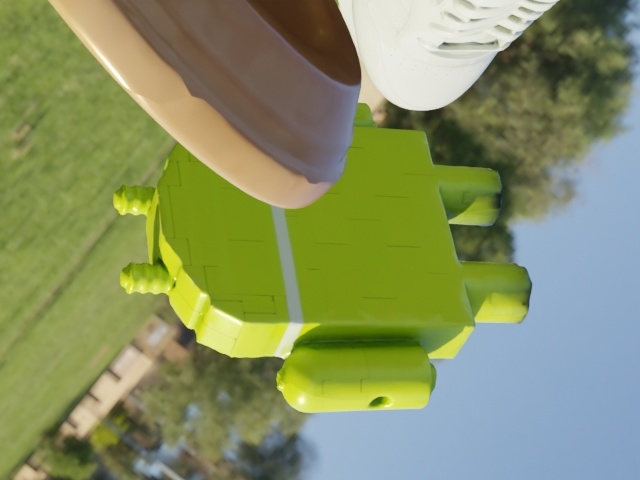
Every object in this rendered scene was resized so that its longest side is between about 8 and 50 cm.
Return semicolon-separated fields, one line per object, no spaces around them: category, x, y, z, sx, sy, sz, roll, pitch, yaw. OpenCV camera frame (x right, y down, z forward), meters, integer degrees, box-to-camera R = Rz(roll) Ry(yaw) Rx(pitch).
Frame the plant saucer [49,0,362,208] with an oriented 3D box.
plant saucer;-0.046;-0.102;0.433;0.037;0.200;0.200;-33;-169;15

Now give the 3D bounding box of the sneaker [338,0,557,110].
sneaker;0.069;-0.126;0.594;0.090;0.095;0.235;-10;147;-19

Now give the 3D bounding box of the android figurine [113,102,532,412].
android figurine;0.000;0.000;0.919;0.056;0.273;0.248;114;-30;-51
